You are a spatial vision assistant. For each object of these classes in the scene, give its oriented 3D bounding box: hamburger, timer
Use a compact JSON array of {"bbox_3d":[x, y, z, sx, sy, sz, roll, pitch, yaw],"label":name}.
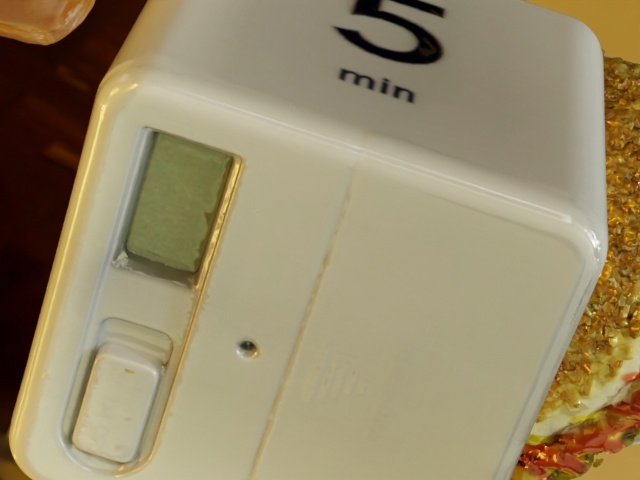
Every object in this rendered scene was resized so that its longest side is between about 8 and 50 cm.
[{"bbox_3d":[0.160,0.012,1.240,0.179,0.294,0.276,16,137,-40],"label":"hamburger"},{"bbox_3d":[0.000,0.000,0.770,0.194,0.195,0.192,18,119,-1],"label":"timer"}]

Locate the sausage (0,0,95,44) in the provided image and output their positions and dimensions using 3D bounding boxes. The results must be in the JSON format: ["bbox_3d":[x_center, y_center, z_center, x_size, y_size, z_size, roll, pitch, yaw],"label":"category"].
[{"bbox_3d":[-0.245,-0.201,1.113,0.268,0.141,0.153,11,-178,13],"label":"sausage"}]
